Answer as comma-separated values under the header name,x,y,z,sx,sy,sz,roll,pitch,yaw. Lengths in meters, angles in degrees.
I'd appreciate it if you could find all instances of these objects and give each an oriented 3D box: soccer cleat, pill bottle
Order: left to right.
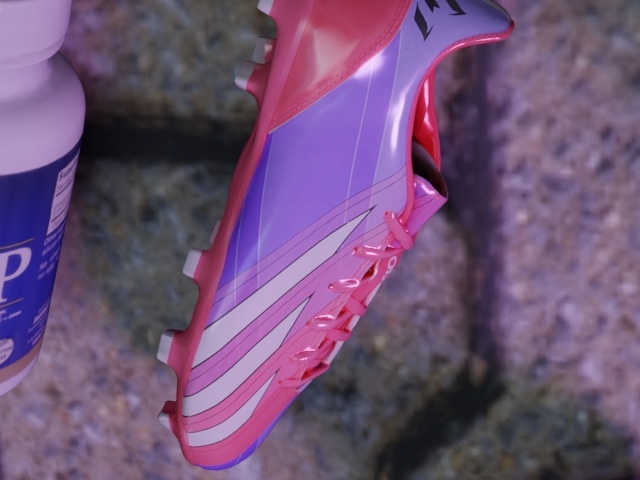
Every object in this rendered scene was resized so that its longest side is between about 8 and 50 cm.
name,x,y,z,sx,sy,sz,roll,pitch,yaw
pill bottle,-0.156,-0.034,0.733,0.112,0.112,0.186,21,122,9
soccer cleat,0.000,0.000,0.715,0.095,0.083,0.248,18,119,5
